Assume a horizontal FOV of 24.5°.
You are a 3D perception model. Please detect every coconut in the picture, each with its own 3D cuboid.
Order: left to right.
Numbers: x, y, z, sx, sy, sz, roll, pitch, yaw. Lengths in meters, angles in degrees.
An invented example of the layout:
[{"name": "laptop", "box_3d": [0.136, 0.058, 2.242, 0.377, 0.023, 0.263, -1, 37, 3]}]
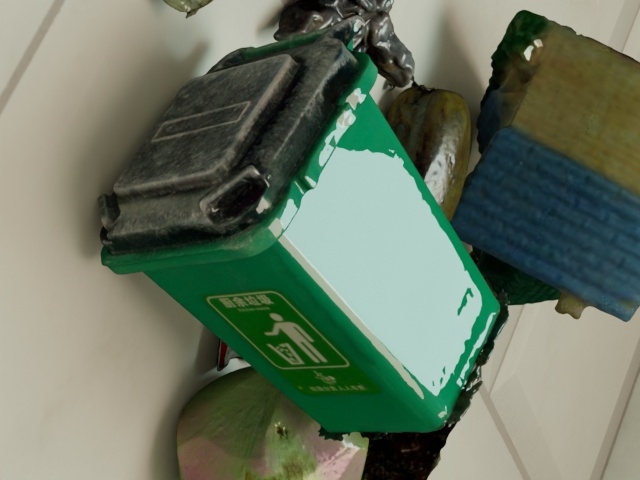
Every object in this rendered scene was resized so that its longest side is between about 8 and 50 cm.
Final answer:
[{"name": "coconut", "box_3d": [-0.052, 0.239, 1.669, 0.204, 0.236, 0.236, -66, 157, -55]}]

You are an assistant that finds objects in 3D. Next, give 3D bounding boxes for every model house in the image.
[{"name": "model house", "box_3d": [0.332, -0.063, 2.120, 0.342, 0.334, 0.382, -62, 176, -15]}]

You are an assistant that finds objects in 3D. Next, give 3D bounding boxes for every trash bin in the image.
[{"name": "trash bin", "box_3d": [0.000, 0.000, 1.487, 0.381, 0.259, 0.295, 50, 53, -29]}]

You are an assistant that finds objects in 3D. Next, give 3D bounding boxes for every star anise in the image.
[{"name": "star anise", "box_3d": [0.042, -0.276, 1.718, 0.283, 0.129, 0.212, -22, 135, -47]}]

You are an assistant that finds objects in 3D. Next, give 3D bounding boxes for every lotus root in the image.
[{"name": "lotus root", "box_3d": [0.130, -0.097, 1.966, 0.123, 0.124, 0.241, 23, 81, -54]}]

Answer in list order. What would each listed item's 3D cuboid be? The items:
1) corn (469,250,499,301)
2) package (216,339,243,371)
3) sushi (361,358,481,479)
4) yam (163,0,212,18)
[{"name": "corn", "box_3d": [0.223, 0.104, 2.295, 0.290, 0.098, 0.098, -45, 141, -42]}, {"name": "package", "box_3d": [-0.059, 0.080, 1.773, 0.239, 0.030, 0.154, 4, 102, -67]}, {"name": "sushi", "box_3d": [0.057, 0.204, 1.883, 0.234, 0.207, 0.348, -121, -131, -64]}, {"name": "yam", "box_3d": [-0.057, -0.368, 1.509, 0.371, 0.083, 0.083, -58, 149, -34]}]
